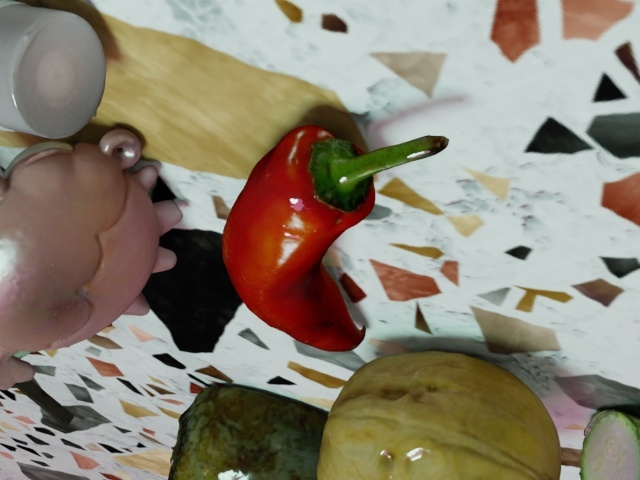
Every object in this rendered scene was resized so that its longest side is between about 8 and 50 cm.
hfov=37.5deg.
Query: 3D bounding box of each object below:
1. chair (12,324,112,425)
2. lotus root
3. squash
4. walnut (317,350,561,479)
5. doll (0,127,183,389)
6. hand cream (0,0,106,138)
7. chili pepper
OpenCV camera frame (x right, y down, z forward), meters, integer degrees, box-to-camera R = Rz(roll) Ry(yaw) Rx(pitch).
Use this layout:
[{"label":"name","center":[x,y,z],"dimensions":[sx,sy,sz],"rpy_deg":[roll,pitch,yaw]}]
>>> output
[{"label":"chair","center":[-0.348,0.052,0.916],"dimensions":[0.186,0.160,0.319],"rpy_deg":[6,151,19]},{"label":"lotus root","center":[-0.023,0.304,1.147],"dimensions":[0.314,0.210,0.142],"rpy_deg":[17,165,-23]},{"label":"squash","center":[0.326,0.215,0.890],"dimensions":[0.132,0.105,0.105],"rpy_deg":[7,154,-18]},{"label":"walnut","center":[0.105,0.198,0.860],"dimensions":[0.222,0.195,0.195],"rpy_deg":[5,148,30]},{"label":"doll","center":[-0.217,0.021,0.757],"dimensions":[0.211,0.093,0.262],"rpy_deg":[10,120,-38]},{"label":"hand cream","center":[-0.265,-0.128,0.660],"dimensions":[0.248,0.083,0.133],"rpy_deg":[16,152,28]},{"label":"chili pepper","center":[-0.007,0.002,0.726],"dimensions":[0.137,0.091,0.368],"rpy_deg":[0,158,-5]}]
